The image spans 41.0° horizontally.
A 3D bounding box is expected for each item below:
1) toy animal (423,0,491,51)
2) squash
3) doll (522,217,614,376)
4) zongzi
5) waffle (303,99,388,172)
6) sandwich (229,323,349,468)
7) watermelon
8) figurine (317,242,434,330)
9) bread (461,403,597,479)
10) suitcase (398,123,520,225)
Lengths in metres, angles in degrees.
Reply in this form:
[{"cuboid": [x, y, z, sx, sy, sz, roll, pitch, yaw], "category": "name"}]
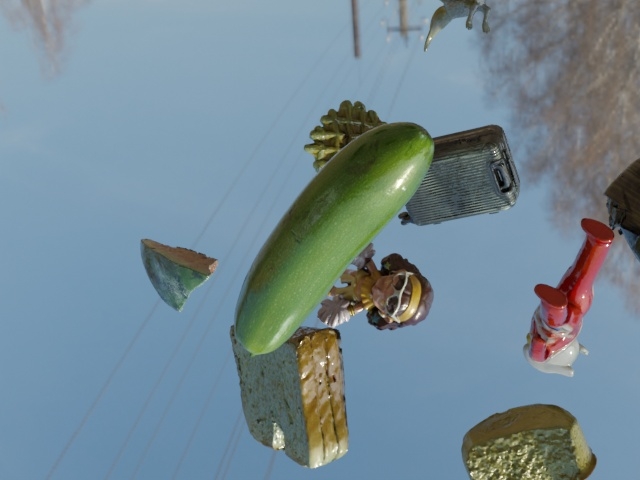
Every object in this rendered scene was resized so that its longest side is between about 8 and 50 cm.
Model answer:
[{"cuboid": [0.186, -0.313, 1.146, 0.219, 0.155, 0.095, 4, -150, -35], "category": "toy animal"}, {"cuboid": [-0.001, -0.002, 0.799, 0.082, 0.292, 0.082, 28, -149, -19], "category": "squash"}, {"cuboid": [0.382, 0.115, 1.352, 0.099, 0.384, 0.188, 32, -111, 25], "category": "doll"}, {"cuboid": [0.482, -0.012, 1.122, 0.289, 0.154, 0.317, 49, -167, 27], "category": "zongzi"}, {"cuboid": [0.066, -0.158, 1.544, 0.169, 0.183, 0.036, -50, -172, -19], "category": "waffle"}, {"cuboid": [-0.056, 0.268, 1.538, 0.095, 0.249, 0.273, -11, -173, -30], "category": "sandwich"}, {"cuboid": [-0.233, 0.049, 1.346, 0.155, 0.101, 0.080, 26, -151, 14], "category": "watermelon"}, {"cuboid": [0.091, 0.087, 1.518, 0.240, 0.175, 0.115, 12, 169, 41], "category": "figurine"}, {"cuboid": [0.252, 0.253, 1.043, 0.156, 0.086, 0.125, -19, -171, 22], "category": "bread"}, {"cuboid": [0.316, -0.155, 2.067, 0.312, 0.202, 0.128, -11, -150, 28], "category": "suitcase"}]
